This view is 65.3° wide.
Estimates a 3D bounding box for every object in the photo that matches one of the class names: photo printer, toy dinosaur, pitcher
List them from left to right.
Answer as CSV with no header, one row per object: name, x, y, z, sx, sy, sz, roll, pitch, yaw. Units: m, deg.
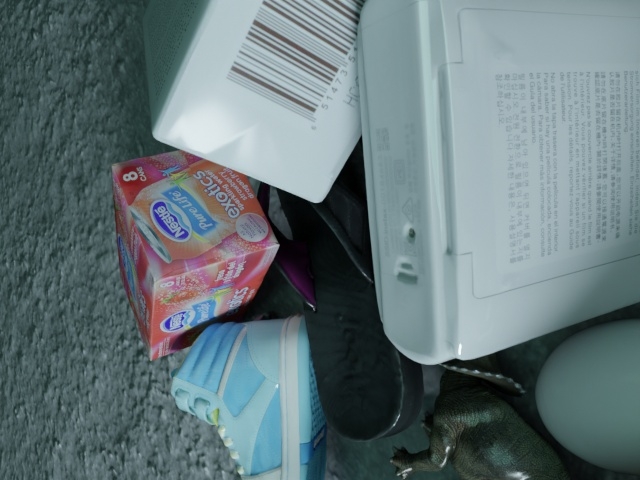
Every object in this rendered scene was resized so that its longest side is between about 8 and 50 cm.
toy dinosaur,0.178,0.228,0.500,0.160,0.121,0.313,-46,60,40
photo printer,0.185,-0.063,0.391,0.107,0.308,0.255,13,112,63
pitcher,0.294,0.104,0.410,0.125,0.178,0.207,50,148,5

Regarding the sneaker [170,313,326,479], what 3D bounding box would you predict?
sneaker,-0.102,0.255,0.662,0.208,0.127,0.318,0,80,14

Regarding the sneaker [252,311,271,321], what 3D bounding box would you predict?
sneaker,-0.092,0.161,0.739,0.057,0.047,0.119,30,110,14

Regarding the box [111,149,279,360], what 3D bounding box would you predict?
box,-0.177,0.028,0.657,0.154,0.142,0.300,64,152,18

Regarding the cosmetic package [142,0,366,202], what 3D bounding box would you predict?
cosmetic package,-0.074,-0.258,0.541,0.230,0.162,0.453,-57,33,21

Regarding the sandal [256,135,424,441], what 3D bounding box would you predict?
sandal,0.002,0.000,0.585,0.167,0.107,0.445,-39,54,38
